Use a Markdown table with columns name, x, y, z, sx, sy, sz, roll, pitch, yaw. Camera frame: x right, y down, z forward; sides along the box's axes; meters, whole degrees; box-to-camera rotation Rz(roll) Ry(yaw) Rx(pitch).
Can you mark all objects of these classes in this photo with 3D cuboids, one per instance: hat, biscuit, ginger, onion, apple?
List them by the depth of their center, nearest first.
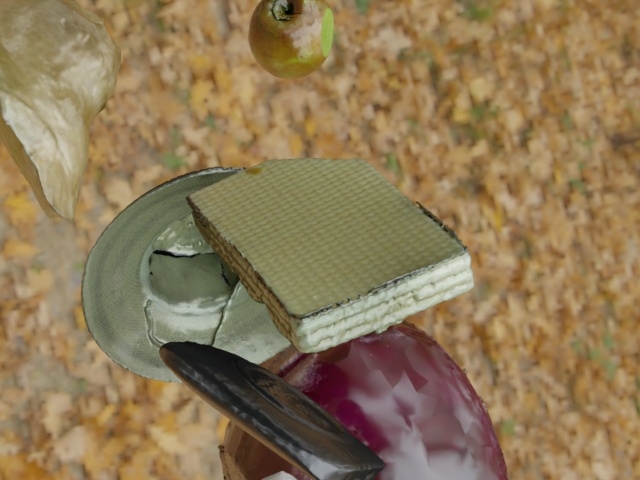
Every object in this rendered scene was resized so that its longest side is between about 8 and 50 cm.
| name | x | y | z | sx | sy | sz | roll | pitch | yaw |
| --- | --- | --- | --- | --- | --- | --- | --- | --- | --- |
| ginger | -0.190 | -0.101 | 1.079 | 0.123 | 0.115 | 0.193 | -17 | 70 | -24 |
| biscuit | 0.000 | 0.000 | 1.176 | 0.252 | 0.150 | 0.052 | 44 | -28 | 54 |
| hat | -0.115 | 0.006 | 1.398 | 0.252 | 0.252 | 0.110 | 50 | 7 | -41 |
| onion | 0.050 | 0.228 | 1.497 | 0.260 | 0.282 | 0.336 | 149 | -70 | -75 |
| apple | -0.036 | -0.253 | 1.800 | 0.102 | 0.099 | 0.114 | 69 | 27 | -58 |

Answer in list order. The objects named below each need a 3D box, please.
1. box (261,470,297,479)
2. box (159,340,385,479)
| name | x | y | z | sx | sy | sz | roll | pitch | yaw |
| --- | --- | --- | --- | --- | --- | --- | --- | --- | --- |
| box | 0.013 | 0.296 | 0.996 | 0.285 | 0.044 | 0.142 | -103 | 167 | -50 |
| box | -0.039 | 0.145 | 1.251 | 0.042 | 0.201 | 0.212 | -55 | 163 | 2 |
